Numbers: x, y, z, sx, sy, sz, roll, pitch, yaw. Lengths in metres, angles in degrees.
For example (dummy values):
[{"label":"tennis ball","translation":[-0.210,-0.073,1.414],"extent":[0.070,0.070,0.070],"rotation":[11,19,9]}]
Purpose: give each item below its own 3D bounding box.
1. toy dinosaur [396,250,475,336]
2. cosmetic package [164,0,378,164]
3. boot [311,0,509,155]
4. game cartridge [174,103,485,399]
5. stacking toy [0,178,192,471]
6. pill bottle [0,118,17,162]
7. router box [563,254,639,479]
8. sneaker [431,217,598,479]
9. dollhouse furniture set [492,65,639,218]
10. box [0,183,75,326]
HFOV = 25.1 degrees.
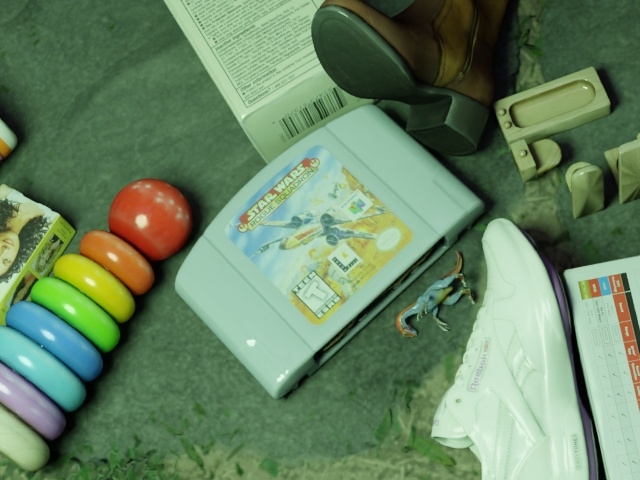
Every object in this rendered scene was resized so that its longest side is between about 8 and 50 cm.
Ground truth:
[{"label":"toy dinosaur","translation":[0.115,0.064,1.474],"extent":[0.082,0.047,0.090],"rotation":[-20,32,13]},{"label":"cosmetic package","translation":[-0.078,-0.250,1.581],"extent":[0.153,0.129,0.296],"rotation":[-30,66,1]},{"label":"boot","translation":[0.115,-0.266,1.479],"extent":[0.096,0.264,0.280],"rotation":[-7,61,49]},{"label":"game cartridge","translation":[0.000,0.000,1.506],"extent":[0.297,0.062,0.198],"rotation":[-43,70,-7]},{"label":"stacking toy","translation":[-0.251,0.069,1.492],"extent":[0.141,0.141,0.330],"rotation":[30,73,21]},{"label":"pill bottle","translation":[-0.451,-0.070,1.591],"extent":[0.121,0.121,0.221],"rotation":[37,80,22]},{"label":"router box","translation":[0.407,0.164,1.336],"extent":[0.301,0.082,0.335],"rotation":[-11,67,7]},{"label":"sneaker","translation":[0.173,0.122,1.384],"extent":[0.152,0.114,0.305],"rotation":[-10,67,7]},{"label":"dollhouse furniture set","translation":[0.263,-0.119,1.458],"extent":[0.144,0.123,0.151],"rotation":[-20,66,3]},{"label":"box","translation":[-0.368,0.059,1.556],"extent":[0.087,0.058,0.232],"rotation":[25,76,20]}]
